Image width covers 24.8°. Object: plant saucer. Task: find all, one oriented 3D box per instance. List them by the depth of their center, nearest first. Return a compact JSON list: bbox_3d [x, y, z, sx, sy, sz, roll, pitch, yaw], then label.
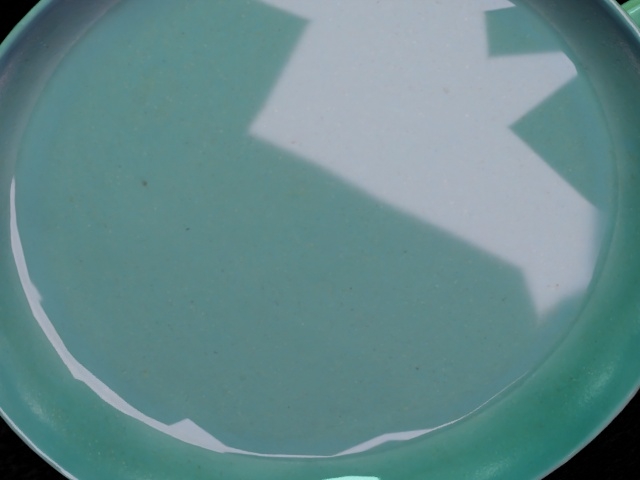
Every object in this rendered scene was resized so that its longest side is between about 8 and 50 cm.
[{"bbox_3d":[0.000,0.000,0.622,0.318,0.043,0.317,-2,120,-3],"label":"plant saucer"}]

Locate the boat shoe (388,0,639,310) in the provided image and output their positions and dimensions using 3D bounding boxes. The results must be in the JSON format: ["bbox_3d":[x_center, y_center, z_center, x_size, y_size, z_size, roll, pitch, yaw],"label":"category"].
[{"bbox_3d":[0.115,-0.059,0.708,0.302,0.109,0.094,-24,111,-5],"label":"boat shoe"}]

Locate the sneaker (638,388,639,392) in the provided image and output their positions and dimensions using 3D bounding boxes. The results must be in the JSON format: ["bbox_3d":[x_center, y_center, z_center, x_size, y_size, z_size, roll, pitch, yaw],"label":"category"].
[{"bbox_3d":[0.159,0.063,0.873,0.293,0.102,0.146,-35,146,6],"label":"sneaker"}]
